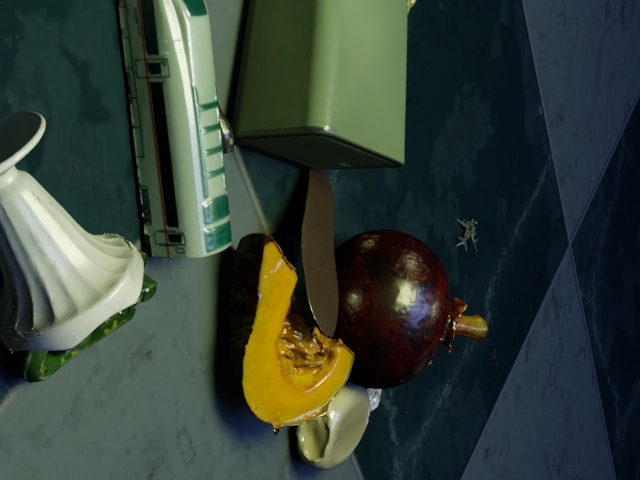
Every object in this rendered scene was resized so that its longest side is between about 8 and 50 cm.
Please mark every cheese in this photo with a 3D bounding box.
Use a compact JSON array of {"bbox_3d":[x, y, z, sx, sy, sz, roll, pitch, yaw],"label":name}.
[{"bbox_3d":[0.039,0.264,1.771,0.227,0.064,0.137,-20,127,-62],"label":"cheese"}]

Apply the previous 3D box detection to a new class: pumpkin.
[{"bbox_3d":[-0.084,0.129,1.542,0.163,0.111,0.278,-50,131,-22],"label":"pumpkin"}]

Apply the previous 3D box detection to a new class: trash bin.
[{"bbox_3d":[0.017,-0.280,1.565,0.223,0.158,0.344,15,79,-56],"label":"trash bin"}]

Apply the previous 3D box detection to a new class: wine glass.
[{"bbox_3d":[-0.276,-0.011,1.125,0.165,0.165,0.196,-53,131,-42],"label":"wine glass"}]

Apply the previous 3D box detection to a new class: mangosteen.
[{"bbox_3d":[0.121,0.107,1.702,0.235,0.261,0.236,-168,-90,-85],"label":"mangosteen"}]

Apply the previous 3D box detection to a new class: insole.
[{"bbox_3d":[0.000,0.000,1.608,0.328,0.007,0.111,-89,155,-48],"label":"insole"}]

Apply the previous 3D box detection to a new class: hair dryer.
[{"bbox_3d":[-0.146,-0.136,1.457,0.083,0.031,0.079,-36,114,-43],"label":"hair dryer"}]

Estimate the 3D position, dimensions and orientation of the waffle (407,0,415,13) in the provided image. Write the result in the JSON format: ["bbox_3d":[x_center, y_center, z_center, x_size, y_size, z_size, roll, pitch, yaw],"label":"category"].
[{"bbox_3d":[0.096,-0.440,1.794,0.214,0.054,0.208,45,59,-46],"label":"waffle"}]

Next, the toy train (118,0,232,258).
[{"bbox_3d":[-0.167,-0.184,1.349,0.086,0.088,0.407,-26,115,-55],"label":"toy train"}]

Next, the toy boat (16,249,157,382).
[{"bbox_3d":[-0.254,0.083,1.259,0.210,0.052,0.104,-39,156,-52],"label":"toy boat"}]

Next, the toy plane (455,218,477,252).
[{"bbox_3d":[0.276,-0.015,2.190,0.078,0.024,0.084,56,44,-21],"label":"toy plane"}]
